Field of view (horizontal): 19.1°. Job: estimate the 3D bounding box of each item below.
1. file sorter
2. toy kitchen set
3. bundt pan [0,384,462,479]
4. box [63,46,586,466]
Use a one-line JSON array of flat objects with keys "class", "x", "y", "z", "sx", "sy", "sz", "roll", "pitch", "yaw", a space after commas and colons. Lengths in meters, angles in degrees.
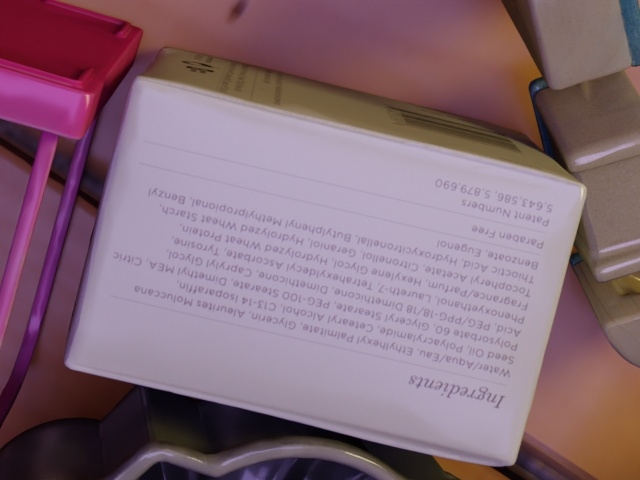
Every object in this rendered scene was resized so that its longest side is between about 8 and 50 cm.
[{"class": "file sorter", "x": -0.245, "y": -0.032, "z": 0.782, "sx": 0.291, "sy": 0.202, "sz": 0.182, "roll": 16, "pitch": 102, "yaw": -4}, {"class": "toy kitchen set", "x": 0.177, "y": -0.068, "z": 0.843, "sx": 0.166, "sy": 0.122, "sz": 0.207, "roll": -17, "pitch": 120, "yaw": 1}, {"class": "bundt pan", "x": -0.050, "y": 0.200, "z": 0.835, "sx": 0.331, "sy": 0.124, "sz": 0.331, "roll": -4, "pitch": 115, "yaw": -9}, {"class": "box", "x": 0.000, "y": 0.000, "z": 0.799, "sx": 0.182, "sy": 0.181, "sz": 0.119, "roll": 13, "pitch": 99, "yaw": -3}]
